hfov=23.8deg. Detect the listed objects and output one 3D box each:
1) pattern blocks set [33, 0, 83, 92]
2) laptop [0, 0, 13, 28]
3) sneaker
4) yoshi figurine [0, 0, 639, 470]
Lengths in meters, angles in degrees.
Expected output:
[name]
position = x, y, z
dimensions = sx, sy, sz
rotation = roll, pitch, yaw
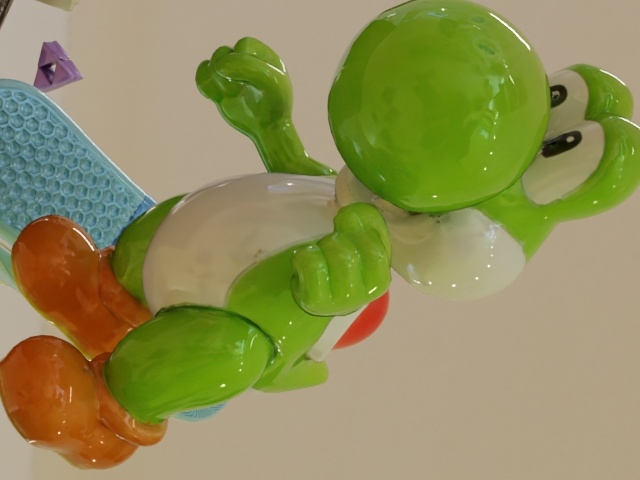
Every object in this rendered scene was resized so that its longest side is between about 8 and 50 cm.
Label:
[pattern blocks set]
position = -0.227, -0.281, 1.220
dimensions = 0.285, 0.026, 0.325
rotation = 5, -88, 32
[laptop]
position = -0.149, -0.149, 0.879
dimensions = 0.136, 0.234, 0.264
rotation = 23, -95, 3
[sneaker]
position = -0.205, 0.010, 1.168
dimensions = 0.208, 0.319, 0.127
rotation = 0, -137, 52
[yoshi figurine]
position = -0.013, -0.022, 0.809
dimensions = 0.362, 0.203, 0.203
rotation = -24, -92, 15
